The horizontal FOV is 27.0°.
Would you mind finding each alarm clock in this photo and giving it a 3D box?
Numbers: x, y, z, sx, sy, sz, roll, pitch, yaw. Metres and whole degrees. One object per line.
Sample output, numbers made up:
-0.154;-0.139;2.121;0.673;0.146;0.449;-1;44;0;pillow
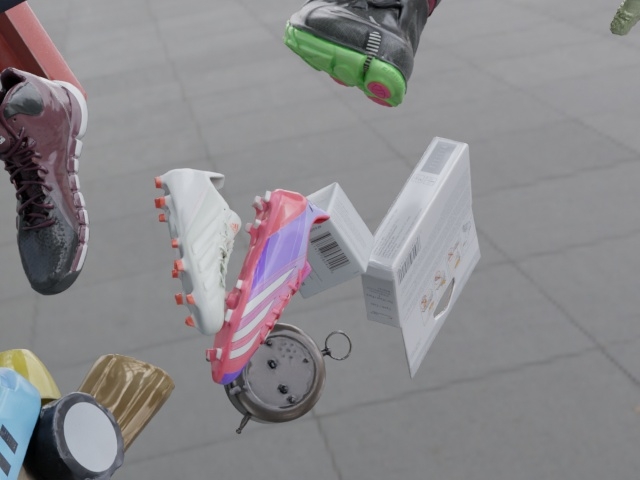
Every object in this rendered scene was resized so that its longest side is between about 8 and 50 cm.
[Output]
-0.041;0.165;1.733;0.192;0.129;0.064;-22;-3;-23;alarm clock

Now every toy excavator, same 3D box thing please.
-0.457;0.254;1.304;0.222;0.445;0.433;-27;34;31;toy excavator

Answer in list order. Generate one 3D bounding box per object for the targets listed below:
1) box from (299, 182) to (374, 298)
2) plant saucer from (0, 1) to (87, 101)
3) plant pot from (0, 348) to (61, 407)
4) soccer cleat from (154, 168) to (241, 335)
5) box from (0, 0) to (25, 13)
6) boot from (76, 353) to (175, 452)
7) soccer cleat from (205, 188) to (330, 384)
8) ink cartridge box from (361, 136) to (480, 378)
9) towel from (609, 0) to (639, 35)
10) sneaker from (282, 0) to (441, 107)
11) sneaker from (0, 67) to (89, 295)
0.000;0.000;1.733;0.102;0.101;0.087;-24;25;25;box
-0.461;-0.294;2.059;0.048;0.258;0.259;-38;20;-18;plant saucer
-0.486;0.229;2.121;0.134;0.095;0.134;-14;-18;-5;plant pot
-0.109;0.004;1.276;0.076;0.068;0.196;-7;51;-14;soccer cleat
-0.348;-0.288;1.252;0.156;0.158;0.093;-25;56;10;box
-0.355;0.271;1.799;0.236;0.089;0.269;15;57;25;boot
-0.063;0.058;1.582;0.095;0.248;0.083;21;-14;-16;soccer cleat
0.164;0.027;2.127;0.066;0.261;0.296;14;50;24;ink cartridge box
0.426;-0.329;1.733;0.027;0.110;0.148;33;37;13;towel
0.075;-0.331;1.800;0.185;0.202;0.483;27;25;-9;sneaker
-0.369;-0.080;1.622;0.106;0.281;0.162;-13;-20;26;sneaker
